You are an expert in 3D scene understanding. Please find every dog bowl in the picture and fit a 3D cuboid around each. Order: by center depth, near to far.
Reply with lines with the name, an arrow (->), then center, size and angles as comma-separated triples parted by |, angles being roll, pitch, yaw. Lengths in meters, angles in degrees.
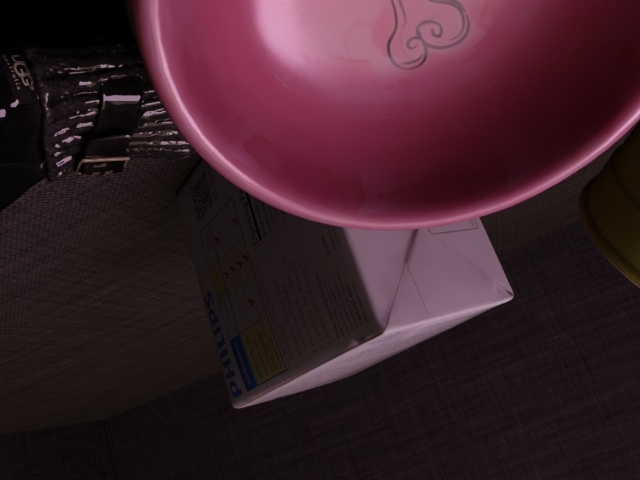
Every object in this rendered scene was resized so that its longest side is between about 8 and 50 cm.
dog bowl -> 0.060, -0.171, 0.399 | 0.408, 0.150, 0.408 | -3, 138, -2

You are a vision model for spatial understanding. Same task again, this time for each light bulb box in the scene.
light bulb box -> 0.000, 0.000, 0.831 | 0.225, 0.357, 0.361 | -6, 159, -36

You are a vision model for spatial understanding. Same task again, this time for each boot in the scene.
boot -> -0.268, -0.100, 0.600 | 0.260, 0.131, 0.348 | -26, -175, -41

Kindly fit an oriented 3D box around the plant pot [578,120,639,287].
plant pot -> 0.557, -0.119, 0.691 | 0.367, 0.366, 0.353 | -12, 135, -28
